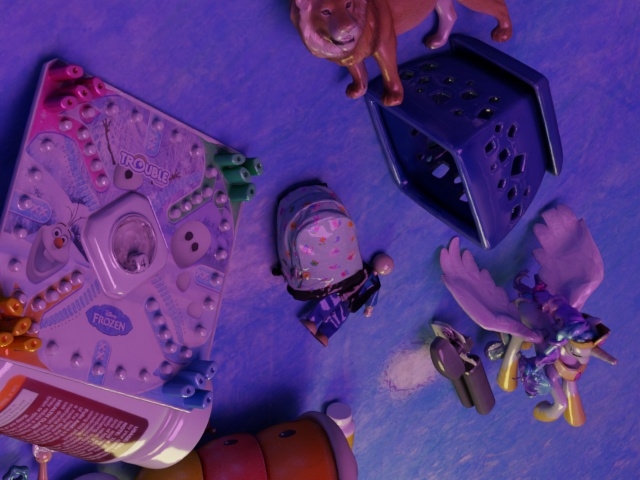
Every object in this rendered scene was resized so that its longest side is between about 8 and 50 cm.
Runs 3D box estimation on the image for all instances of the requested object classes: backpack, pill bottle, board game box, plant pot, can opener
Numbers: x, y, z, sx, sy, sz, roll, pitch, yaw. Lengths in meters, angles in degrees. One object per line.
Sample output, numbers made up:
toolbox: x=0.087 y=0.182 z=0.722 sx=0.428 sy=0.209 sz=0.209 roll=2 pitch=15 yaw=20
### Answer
backpack: x=0.000 y=0.000 z=1.922 sx=0.152 sy=0.115 sz=0.182 roll=-24 pitch=130 yaw=-16
pill bottle: x=0.030 y=0.358 z=2.250 sx=0.065 sy=0.065 sz=0.116 roll=-15 pitch=130 yaw=-27
board game box: x=-0.251 y=0.005 z=1.634 sx=0.390 sy=0.050 sz=0.389 roll=25 pitch=71 yaw=-46
plant pot: x=0.238 y=-0.167 z=1.891 sx=0.212 sy=0.236 sz=0.236 roll=-39 pitch=136 yaw=-14
can opener: x=0.261 y=0.257 z=2.326 sx=0.095 sy=0.076 sz=0.283 roll=-50 pitch=140 yaw=-23
pill bottle: x=-0.352 y=0.189 z=1.729 sx=0.224 sy=0.224 sz=0.392 roll=-51 pitch=136 yaw=8

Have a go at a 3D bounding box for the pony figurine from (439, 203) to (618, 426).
pony figurine: x=0.399 y=0.148 z=2.205 sx=0.303 sy=0.351 sz=0.363 roll=-23 pitch=151 yaw=-16

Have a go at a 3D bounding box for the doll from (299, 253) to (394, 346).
doll: x=0.053 y=0.095 z=2.080 sx=0.189 sy=0.046 sz=0.129 roll=-46 pitch=127 yaw=-7

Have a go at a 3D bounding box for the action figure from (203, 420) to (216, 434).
action figure: x=-0.221 y=0.316 z=2.062 sx=0.115 sy=0.030 sz=0.038 roll=18 pitch=105 yaw=-45

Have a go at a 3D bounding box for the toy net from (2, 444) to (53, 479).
toy net: x=-0.470 y=0.348 z=1.895 sx=0.232 sy=0.045 sz=0.122 roll=-47 pitch=135 yaw=1

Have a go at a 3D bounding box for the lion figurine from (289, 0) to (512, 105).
lion figurine: x=0.123 y=-0.347 z=1.757 sx=0.392 sy=0.142 sz=0.240 roll=-37 pitch=130 yaw=-28

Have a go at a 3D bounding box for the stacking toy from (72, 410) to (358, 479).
stacking toy: x=-0.200 y=0.451 z=2.028 sx=0.480 sy=0.350 sz=0.350 roll=6 pitch=119 yaw=-21
